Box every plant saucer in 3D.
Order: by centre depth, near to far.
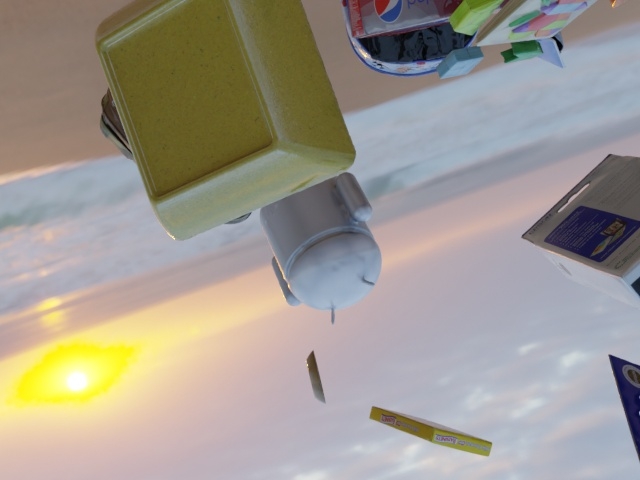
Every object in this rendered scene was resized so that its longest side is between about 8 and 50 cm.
[{"bbox_3d":[-0.153,-0.194,1.451,0.332,0.333,0.081,-21,177,35],"label":"plant saucer"},{"bbox_3d":[-0.008,0.207,1.693,0.015,0.083,0.083,-13,179,-1],"label":"plant saucer"}]

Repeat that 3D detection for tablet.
[{"bbox_3d":[0.307,-0.265,1.545,0.006,0.054,0.083,-56,151,-5],"label":"tablet"}]

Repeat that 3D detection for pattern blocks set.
[{"bbox_3d":[0.280,-0.284,1.321,0.285,0.026,0.325,-17,167,-19],"label":"pattern blocks set"}]

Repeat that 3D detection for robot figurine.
[{"bbox_3d":[0.000,0.000,2.304,0.199,0.353,0.300,6,133,-37],"label":"robot figurine"}]

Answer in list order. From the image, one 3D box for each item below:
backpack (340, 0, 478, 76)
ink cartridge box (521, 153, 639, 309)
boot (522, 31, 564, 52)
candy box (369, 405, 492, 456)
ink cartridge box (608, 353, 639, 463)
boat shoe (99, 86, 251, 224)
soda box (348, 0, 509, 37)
[{"bbox_3d":[0.143,-0.400,1.826,0.276,0.264,0.213,-4,170,6],"label":"backpack"},{"bbox_3d":[0.353,-0.018,1.277,0.165,0.065,0.333,-43,-169,0],"label":"ink cartridge box"},{"bbox_3d":[0.310,-0.339,1.622,0.082,0.106,0.219,-23,167,21],"label":"boot"},{"bbox_3d":[0.165,0.290,1.716,0.105,0.027,0.206,15,175,-22],"label":"candy box"},{"bbox_3d":[0.515,0.228,1.285,0.370,0.176,0.069,17,127,-14],"label":"ink cartridge box"},{"bbox_3d":[-0.231,-0.144,1.781,0.111,0.307,0.104,-45,165,-38],"label":"boat shoe"},{"bbox_3d":[0.152,-0.337,1.537,0.092,0.084,0.263,-13,-172,-37],"label":"soda box"}]
